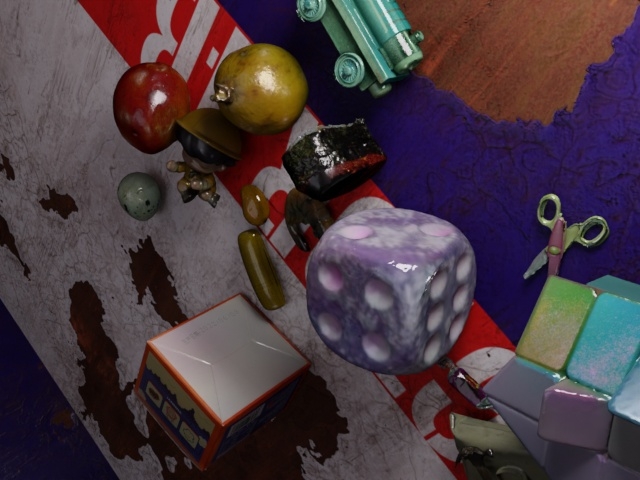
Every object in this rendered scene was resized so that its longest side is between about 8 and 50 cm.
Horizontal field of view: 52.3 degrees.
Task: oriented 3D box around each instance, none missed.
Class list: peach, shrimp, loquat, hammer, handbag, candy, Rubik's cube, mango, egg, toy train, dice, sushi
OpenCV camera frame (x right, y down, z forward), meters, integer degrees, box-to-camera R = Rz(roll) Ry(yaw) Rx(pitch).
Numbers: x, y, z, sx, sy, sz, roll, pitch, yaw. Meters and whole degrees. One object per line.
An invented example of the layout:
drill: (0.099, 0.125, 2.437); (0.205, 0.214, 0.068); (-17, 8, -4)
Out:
peach: (-0.449, -0.354, 1.730); (0.200, 0.243, 0.243); (6, 121, -6)
shrimp: (0.000, 0.000, 1.614); (0.296, 0.058, 0.169); (55, 142, 13)
loquat: (-0.145, -0.334, 1.453); (0.214, 0.246, 0.213); (15, 115, 36)
hammer: (0.388, 0.568, 1.398); (0.125, 0.027, 0.297); (-24, 99, 53)
handbag: (0.440, 0.505, 1.403); (0.316, 0.109, 0.253); (-1, 113, 42)
candy: (0.331, 0.329, 1.464); (0.175, 0.045, 0.043); (43, 122, 18)
Rubik's cube: (0.490, 0.237, 1.072); (0.387, 0.358, 0.368); (54, 134, 25)
mango: (-0.175, -0.094, 1.720); (0.080, 0.060, 0.114); (-21, 90, 42)
egg: (-0.553, -0.131, 2.000); (0.131, 0.131, 0.164); (20, 134, 35)
toy train: (0.085, -0.440, 1.290); (0.194, 0.120, 0.298); (-32, 86, 40)
dice: (0.149, 0.098, 1.363); (0.271, 0.270, 0.270); (19, 121, 35)
sushi: (0.030, -0.170, 1.380); (0.126, 0.225, 0.136); (54, 136, 11)

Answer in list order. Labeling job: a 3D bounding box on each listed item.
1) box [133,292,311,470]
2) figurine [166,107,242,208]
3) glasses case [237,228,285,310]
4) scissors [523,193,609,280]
box: (-0.277, 0.389, 1.829); (0.319, 0.349, 0.256); (40, 131, 20)
figurine: (-0.302, -0.225, 1.699); (0.192, 0.167, 0.256); (26, 127, -1)
glasses case: (-0.165, 0.082, 1.790); (0.079, 0.064, 0.234); (-16, 97, 38)
scissors: (0.447, 0.013, 1.232); (0.134, 0.020, 0.187); (32, 127, 22)
